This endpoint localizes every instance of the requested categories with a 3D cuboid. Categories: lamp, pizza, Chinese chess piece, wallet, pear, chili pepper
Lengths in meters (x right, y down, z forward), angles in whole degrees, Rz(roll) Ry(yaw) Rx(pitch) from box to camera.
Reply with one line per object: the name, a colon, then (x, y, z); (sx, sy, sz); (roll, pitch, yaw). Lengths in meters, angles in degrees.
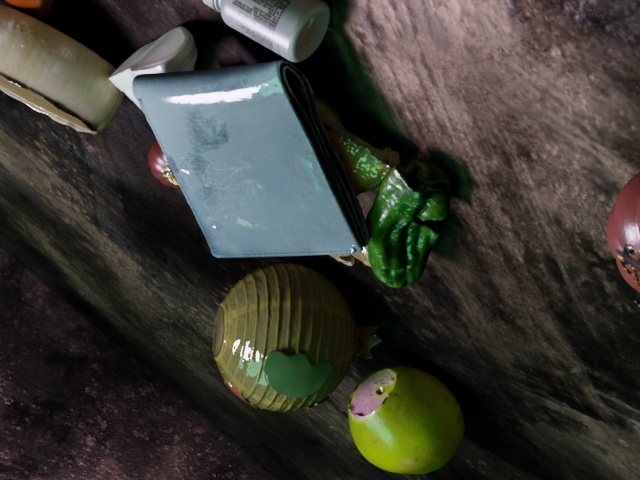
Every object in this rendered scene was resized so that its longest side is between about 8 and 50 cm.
lamp: (0.362, 0.010, 1.146); (0.182, 0.140, 0.182); (37, 153, 22)
pizza: (0.004, -0.131, 1.518); (0.204, 0.080, 0.188); (-9, 124, 37)
Chinese chess piece: (-0.426, -0.261, 1.802); (0.257, 0.104, 0.257); (27, 174, 3)
lamp: (-0.036, 0.159, 1.939); (0.284, 0.250, 0.250); (3, 164, -17)
wallet: (-0.091, -0.100, 1.506); (0.251, 0.054, 0.290); (0, 129, 34)
pear: (0.153, 0.311, 1.985); (0.220, 0.187, 0.187); (41, 159, -25)
chili pepper: (0.107, -0.022, 1.538); (0.099, 0.083, 0.253); (-5, 152, -7)
lamp: (-0.221, -0.128, 1.848); (0.101, 0.090, 0.101); (-1, 135, -1)

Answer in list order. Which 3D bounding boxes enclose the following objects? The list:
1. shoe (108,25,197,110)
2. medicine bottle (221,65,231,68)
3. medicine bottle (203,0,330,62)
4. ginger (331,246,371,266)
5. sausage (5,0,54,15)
shoe: (-0.211, -0.226, 1.654); (0.110, 0.095, 0.265); (49, 164, -20)
medicine bottle: (-0.082, -0.124, 1.639); (0.079, 0.124, 0.258); (-4, 120, 55)
medicine bottle: (-0.065, -0.270, 1.359); (0.140, 0.079, 0.079); (32, 156, 18)
ginger: (0.000, 0.000, 1.782); (0.288, 0.075, 0.089); (6, 145, 46)
sausage: (-0.412, -0.407, 1.616); (0.097, 0.094, 0.348); (39, 158, 0)
